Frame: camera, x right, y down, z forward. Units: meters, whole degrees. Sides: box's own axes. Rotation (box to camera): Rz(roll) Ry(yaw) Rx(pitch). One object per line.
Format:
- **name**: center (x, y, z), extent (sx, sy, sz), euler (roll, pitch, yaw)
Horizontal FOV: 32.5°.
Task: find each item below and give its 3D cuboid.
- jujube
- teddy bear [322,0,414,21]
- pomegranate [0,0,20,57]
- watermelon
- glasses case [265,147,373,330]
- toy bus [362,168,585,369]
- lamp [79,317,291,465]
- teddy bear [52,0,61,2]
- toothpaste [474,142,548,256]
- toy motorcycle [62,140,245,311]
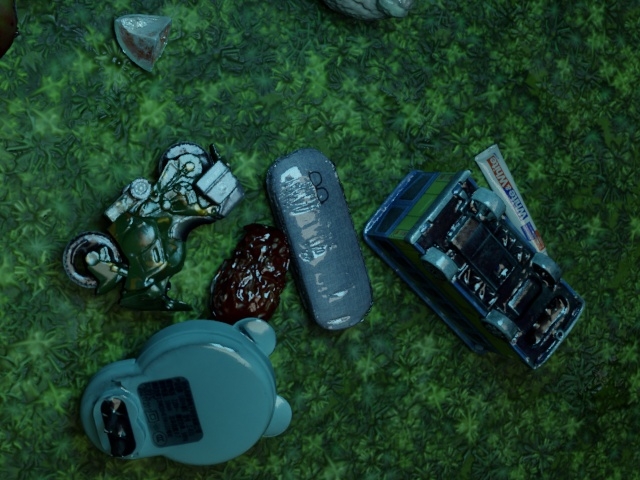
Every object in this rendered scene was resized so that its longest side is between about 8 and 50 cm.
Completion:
- **jujube**: center (-0.094, 0.058, 1.592), extent (0.104, 0.104, 0.166), euler (30, 81, -23)
- **teddy bear**: center (0.091, -0.454, 1.609), extent (0.236, 0.151, 0.267), euler (22, 90, -17)
- **pomegranate**: center (-0.464, -0.275, 1.393), extent (0.159, 0.129, 0.129), euler (-17, 101, -15)
- **watermelon**: center (-0.245, -0.284, 1.520), extent (0.085, 0.061, 0.085), euler (-6, 101, -32)
- **glasses case**: center (0.000, 0.000, 1.647), extent (0.109, 0.067, 0.283), euler (-21, 101, -18)
- **toy bus**: center (0.237, 0.042, 1.686), extent (0.312, 0.190, 0.152), euler (45, 76, -20)
- **lamp**: center (-0.192, 0.219, 1.533), extent (0.284, 0.147, 0.209), euler (-17, 109, -17)
- **teddy bear**: center (-0.271, -0.460, 1.448), extent (0.367, 0.224, 0.357), euler (36, 78, -37)
- **toothpaste**: center (0.318, -0.054, 1.804), extent (0.052, 0.033, 0.218), euler (-34, 102, -22)
- **toy motorcycle**: center (-0.210, -0.006, 1.528), extent (0.187, 0.125, 0.275), euler (45, 76, -10)
